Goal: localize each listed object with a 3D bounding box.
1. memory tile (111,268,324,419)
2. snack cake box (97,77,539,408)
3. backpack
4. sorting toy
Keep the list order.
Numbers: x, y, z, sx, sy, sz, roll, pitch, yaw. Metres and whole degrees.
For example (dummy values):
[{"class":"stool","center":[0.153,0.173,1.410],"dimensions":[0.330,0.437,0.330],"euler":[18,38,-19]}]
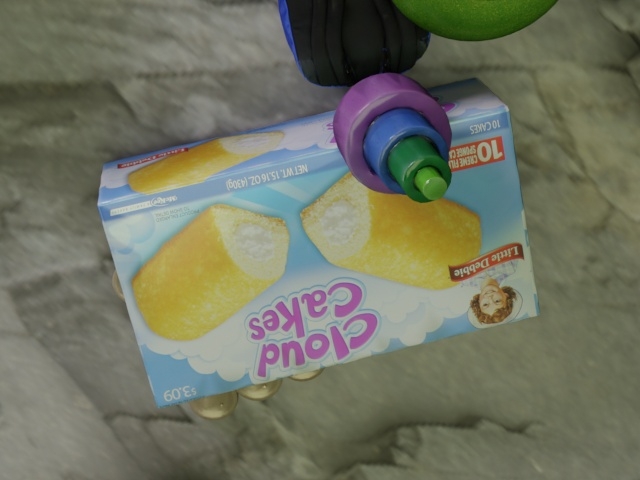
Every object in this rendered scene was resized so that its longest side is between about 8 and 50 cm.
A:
[{"class":"memory tile","center":[-0.070,0.056,0.895],"dimensions":[0.113,0.012,0.148],"euler":[-26,112,8]},{"class":"snack cake box","center":[0.000,0.000,0.823],"dimensions":[0.264,0.089,0.152],"euler":[-14,111,-2]},{"class":"backpack","center":[0.021,-0.161,0.756],"dimensions":[0.098,0.101,0.120],"euler":[-10,118,3]},{"class":"sorting toy","center":[0.114,-0.173,0.646],"dimensions":[0.127,0.126,0.365],"euler":[18,109,-22]}]
